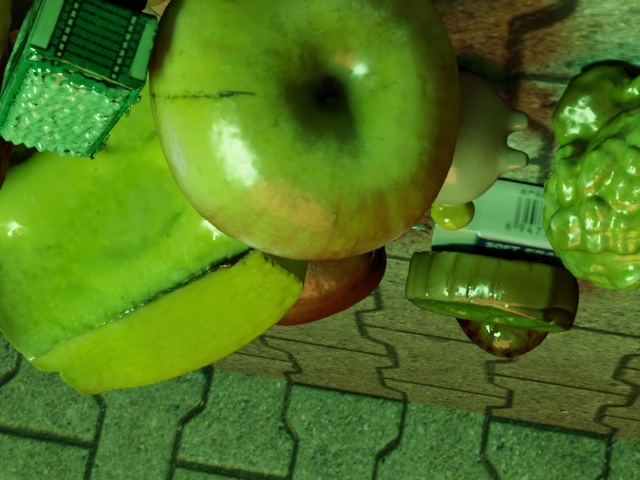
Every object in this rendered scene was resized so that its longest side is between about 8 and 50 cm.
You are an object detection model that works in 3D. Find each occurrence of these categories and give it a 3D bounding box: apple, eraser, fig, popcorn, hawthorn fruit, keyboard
[{"bbox_3d":[-0.017,-0.122,1.163,0.286,0.286,0.233,16,-179,-16],"label":"apple"},{"bbox_3d":[0.283,-0.012,1.678,0.278,0.081,0.124,10,165,5],"label":"eraser"},{"bbox_3d":[0.253,0.074,1.911,0.149,0.148,0.202,62,173,-27],"label":"fig"},{"bbox_3d":[0.315,-0.063,1.317,0.205,0.251,0.237,-14,124,6],"label":"popcorn"},{"bbox_3d":[0.000,0.000,1.722,0.299,0.211,0.211,-10,156,26],"label":"hawthorn fruit"},{"bbox_3d":[-0.322,-0.246,1.416,0.049,0.015,0.129,16,164,-35],"label":"keyboard"}]

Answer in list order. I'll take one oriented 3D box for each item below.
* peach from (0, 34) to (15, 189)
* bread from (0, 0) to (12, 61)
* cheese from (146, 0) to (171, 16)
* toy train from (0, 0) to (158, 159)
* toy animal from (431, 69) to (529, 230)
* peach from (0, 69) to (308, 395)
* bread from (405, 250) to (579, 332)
[{"bbox_3d":[-0.504,-0.158,1.288,0.416,0.353,0.339,-2,-156,22],"label":"peach"},{"bbox_3d":[-0.407,-0.204,0.977,0.398,0.398,0.215,7,178,13],"label":"bread"},{"bbox_3d":[-0.172,-0.242,1.255,0.127,0.050,0.255,2,161,29],"label":"cheese"},{"bbox_3d":[-0.202,-0.171,1.152,0.115,0.154,0.269,13,164,-18],"label":"toy train"},{"bbox_3d":[0.092,-0.101,1.379,0.248,0.165,0.149,1,157,13],"label":"toy animal"},{"bbox_3d":[-0.168,-0.034,1.441,0.380,0.306,0.242,-33,158,8],"label":"peach"},{"bbox_3d":[0.222,0.067,1.724,0.236,0.070,0.236,11,172,2],"label":"bread"}]
